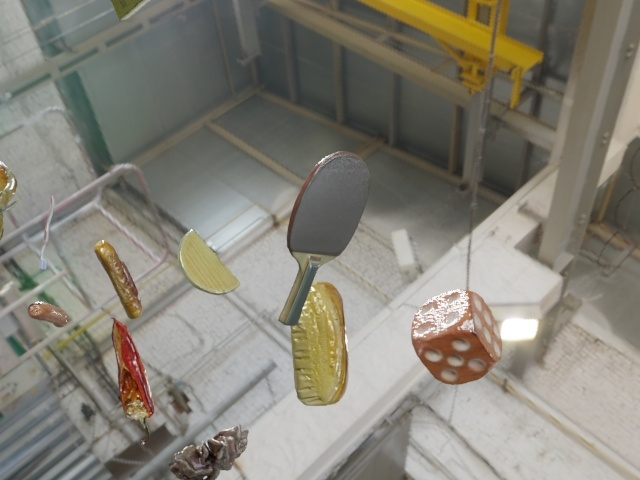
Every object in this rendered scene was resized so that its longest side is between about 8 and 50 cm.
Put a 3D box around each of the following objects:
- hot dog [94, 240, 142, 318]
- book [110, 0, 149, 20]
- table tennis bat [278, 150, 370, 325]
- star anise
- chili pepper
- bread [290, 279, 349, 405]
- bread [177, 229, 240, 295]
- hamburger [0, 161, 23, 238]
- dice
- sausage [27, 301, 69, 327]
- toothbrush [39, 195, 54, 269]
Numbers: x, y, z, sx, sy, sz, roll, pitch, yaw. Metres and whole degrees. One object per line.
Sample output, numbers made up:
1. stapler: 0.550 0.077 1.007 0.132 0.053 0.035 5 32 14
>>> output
1. hot dog: -0.438 0.083 1.550 0.066 0.047 0.215 34 -32 45
2. book: -0.316 -0.587 1.290 0.352 0.035 0.239 -18 -83 43
3. table tennis bat: 0.000 0.000 1.153 0.022 0.173 0.301 28 -77 37
4. star anise: -0.255 0.491 1.576 0.231 0.209 0.089 -47 -119 25
5. chili pepper: -0.354 0.263 1.337 0.059 0.050 0.268 -8 -76 13
6. bread: -0.001 0.194 1.360 0.140 0.106 0.236 -58 143 -82
7. bread: -0.303 0.075 1.809 0.193 0.112 0.036 48 -44 -4
8. hamburger: -0.505 -0.054 0.969 0.177 0.185 0.113 47 -60 40
9. dice: 0.343 0.238 1.775 0.179 0.174 0.175 -30 -68 29
10. sausage: -0.590 0.164 1.552 0.043 0.043 0.186 47 -10 9
11. toothbrush: -0.688 -0.019 1.789 0.013 0.193 0.019 -9 -18 39
